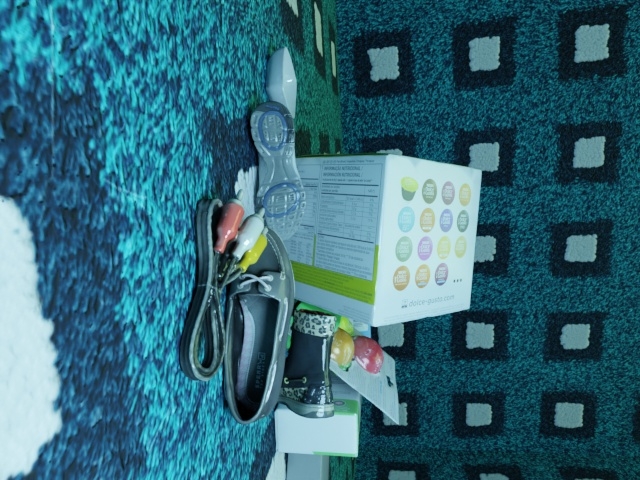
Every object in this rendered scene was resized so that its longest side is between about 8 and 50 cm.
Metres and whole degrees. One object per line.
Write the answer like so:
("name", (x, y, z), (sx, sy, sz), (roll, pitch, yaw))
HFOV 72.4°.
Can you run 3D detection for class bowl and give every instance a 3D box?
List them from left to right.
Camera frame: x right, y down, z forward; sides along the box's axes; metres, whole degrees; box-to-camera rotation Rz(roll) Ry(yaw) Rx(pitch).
("bowl", (-0.100, -0.392, 1.099), (0.142, 0.053, 0.142), (68, 21, -70))

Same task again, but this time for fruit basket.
("fruit basket", (0.056, 0.288, 1.148), (0.353, 0.165, 0.327), (44, 13, -3))

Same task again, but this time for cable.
("cable", (-0.142, 0.047, 0.632), (0.140, 0.072, 0.287), (60, 29, -45))

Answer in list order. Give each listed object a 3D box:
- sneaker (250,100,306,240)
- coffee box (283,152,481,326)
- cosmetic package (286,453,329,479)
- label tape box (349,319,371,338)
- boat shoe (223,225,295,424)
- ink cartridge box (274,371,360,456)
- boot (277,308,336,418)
("sneaker", (-0.089, -0.147, 0.959), (0.129, 0.110, 0.298), (-109, -162, -77))
("coffee box", (0.129, -0.020, 1.031), (0.337, 0.338, 0.335), (-1, 97, -40))
("cosmetic package", (-0.033, 0.639, 1.168), (0.127, 0.107, 0.238), (67, 26, -61))
("label tape box", (0.051, 0.318, 1.650), (0.347, 0.115, 0.250), (-5, -93, 60))
("boat shoe", (-0.105, 0.140, 0.745), (0.095, 0.112, 0.336), (40, 52, -85))
("ink cartridge box", (0.007, 0.431, 1.150), (0.273, 0.198, 0.115), (-44, 133, -79))
("boot", (-0.045, 0.217, 0.830), (0.236, 0.085, 0.179), (-3, -99, 58))
